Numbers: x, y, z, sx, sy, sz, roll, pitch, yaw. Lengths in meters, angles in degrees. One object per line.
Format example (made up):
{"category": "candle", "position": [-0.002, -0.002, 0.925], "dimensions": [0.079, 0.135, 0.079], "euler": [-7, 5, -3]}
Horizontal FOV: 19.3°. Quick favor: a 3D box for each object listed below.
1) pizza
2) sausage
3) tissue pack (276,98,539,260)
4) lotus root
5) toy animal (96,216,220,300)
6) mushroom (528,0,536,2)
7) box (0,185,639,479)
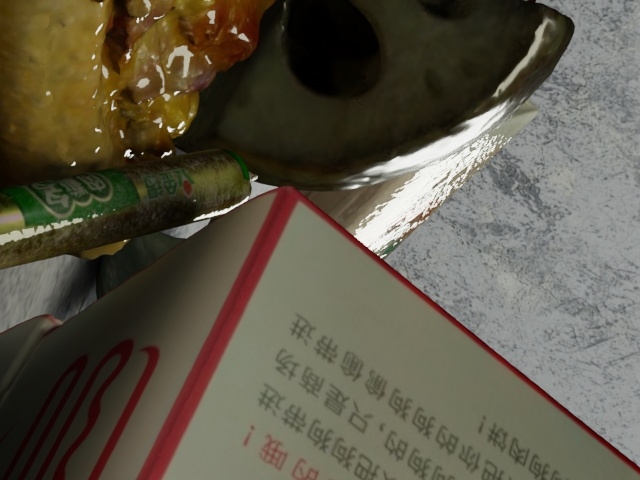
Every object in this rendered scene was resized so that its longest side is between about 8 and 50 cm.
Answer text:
{"category": "pizza", "position": [-0.061, -0.170, 0.818], "dimensions": [0.408, 0.114, 0.278], "euler": [-67, 171, 27]}
{"category": "sausage", "position": [-0.113, -0.009, 0.772], "dimensions": [0.269, 0.033, 0.033], "euler": [-14, 130, -51]}
{"category": "tissue pack", "position": [0.000, 0.000, 1.351], "dimensions": [0.325, 0.071, 0.170], "euler": [-45, 168, 27]}
{"category": "lotus root", "position": [0.014, -0.095, 1.024], "dimensions": [0.314, 0.210, 0.142], "euler": [-103, -147, -81]}
{"category": "toy animal", "position": [-0.063, 0.081, 1.168], "dimensions": [0.236, 0.108, 0.138], "euler": [64, -31, 33]}
{"category": "mushroom", "position": [0.078, -0.283, 1.517], "dimensions": [0.148, 0.227, 0.217], "euler": [-30, 131, -24]}
{"category": "box", "position": [-0.038, 0.212, 0.864], "dimensions": [0.300, 0.314, 0.312], "euler": [-31, -153, 48]}
